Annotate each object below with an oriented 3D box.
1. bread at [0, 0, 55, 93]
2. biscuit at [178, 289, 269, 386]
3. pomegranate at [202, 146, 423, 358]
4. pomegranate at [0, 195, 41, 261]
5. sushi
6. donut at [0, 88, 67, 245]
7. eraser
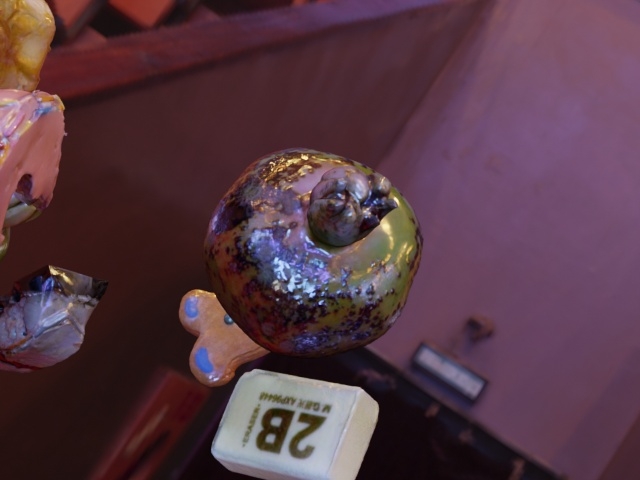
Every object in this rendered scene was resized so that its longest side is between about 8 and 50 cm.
[{"bbox_3d":[-0.468,-0.262,1.405,0.344,0.149,0.195,19,13,-42],"label":"bread"},{"bbox_3d":[-0.065,0.098,2.010,0.049,0.324,0.205,78,-7,-51],"label":"biscuit"},{"bbox_3d":[0.000,0.000,1.586,0.285,0.285,0.341,34,-24,2],"label":"pomegranate"},{"bbox_3d":[-0.540,-0.035,1.952,0.190,0.241,0.159,46,1,33],"label":"pomegranate"},{"bbox_3d":[-0.424,0.139,1.796,0.134,0.273,0.109,20,50,-54],"label":"sushi"},{"bbox_3d":[-0.342,-0.066,1.318,0.085,0.233,0.199,22,-50,4],"label":"donut"},{"bbox_3d":[-0.031,0.214,1.440,0.172,0.117,0.058,6,-26,35],"label":"eraser"}]
